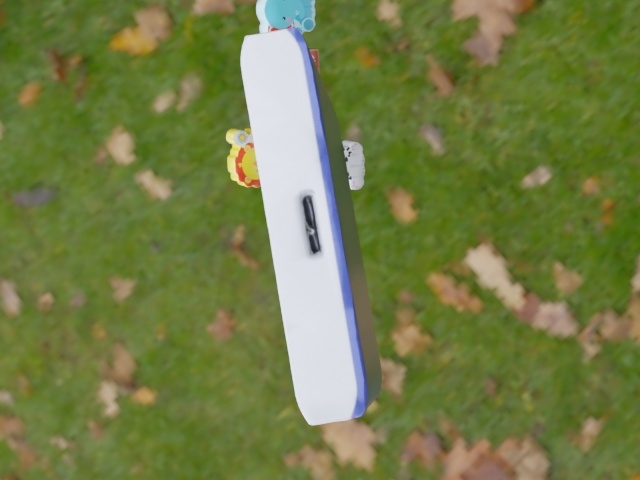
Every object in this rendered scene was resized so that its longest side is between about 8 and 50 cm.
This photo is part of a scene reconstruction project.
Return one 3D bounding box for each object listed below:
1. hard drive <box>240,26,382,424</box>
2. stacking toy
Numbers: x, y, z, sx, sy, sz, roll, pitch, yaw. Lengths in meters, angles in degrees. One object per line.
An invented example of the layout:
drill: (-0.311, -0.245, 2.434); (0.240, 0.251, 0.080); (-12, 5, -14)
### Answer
hard drive: (0.000, 0.000, 1.116); (0.040, 0.319, 0.210); (-10, 87, 3)
stacking toy: (-0.029, -0.145, 1.429); (0.167, 0.052, 0.221); (-164, 69, -64)
